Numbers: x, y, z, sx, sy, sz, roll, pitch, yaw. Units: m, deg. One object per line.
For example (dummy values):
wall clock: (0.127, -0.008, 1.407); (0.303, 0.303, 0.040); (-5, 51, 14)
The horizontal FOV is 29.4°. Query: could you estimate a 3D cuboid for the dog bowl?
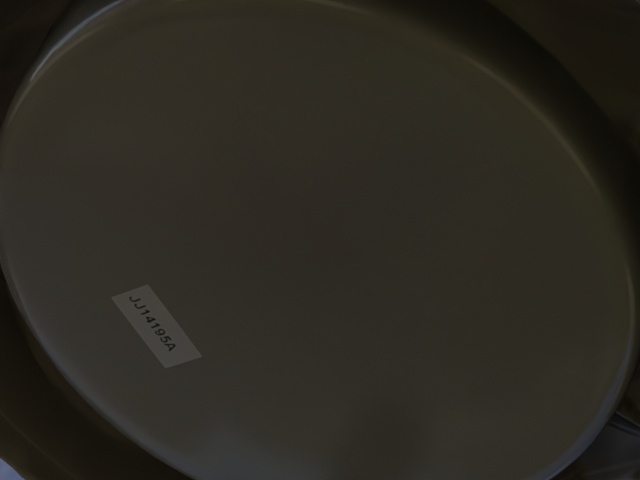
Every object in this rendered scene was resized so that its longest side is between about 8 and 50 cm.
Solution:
dog bowl: (0.000, 0.000, 0.478); (0.348, 0.102, 0.349); (10, -53, 13)
